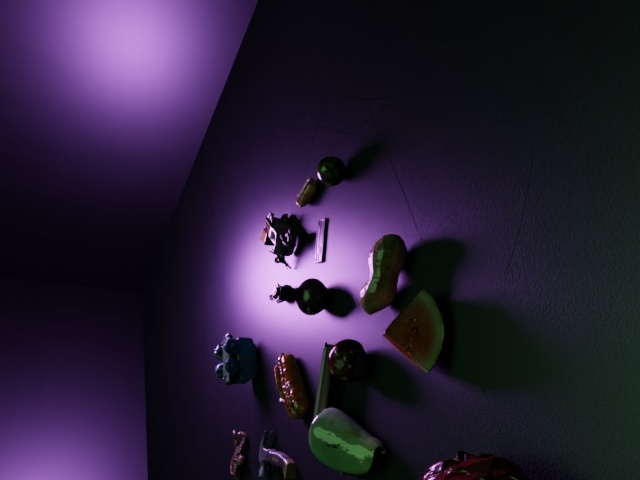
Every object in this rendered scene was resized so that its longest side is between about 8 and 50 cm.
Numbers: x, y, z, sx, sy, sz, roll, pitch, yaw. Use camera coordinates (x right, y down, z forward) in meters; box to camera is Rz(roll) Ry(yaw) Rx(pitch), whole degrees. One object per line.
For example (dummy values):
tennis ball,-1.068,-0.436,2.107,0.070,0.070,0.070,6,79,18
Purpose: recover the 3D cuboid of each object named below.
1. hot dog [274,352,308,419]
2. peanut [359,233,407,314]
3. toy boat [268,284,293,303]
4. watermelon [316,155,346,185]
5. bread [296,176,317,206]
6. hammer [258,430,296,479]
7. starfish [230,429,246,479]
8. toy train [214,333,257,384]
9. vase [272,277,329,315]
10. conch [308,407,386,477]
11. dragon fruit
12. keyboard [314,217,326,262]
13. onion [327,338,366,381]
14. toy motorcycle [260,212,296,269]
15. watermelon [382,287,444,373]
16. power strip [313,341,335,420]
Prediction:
hot dog,-0.106,0.480,1.783,0.104,0.076,0.250,-60,36,32
peanut,0.164,0.093,1.416,0.103,0.098,0.230,-14,-60,-76
toy boat,-0.136,0.192,1.954,0.141,0.055,0.060,-28,79,54
watermelon,0.037,-0.231,1.752,0.109,0.108,0.109,-29,56,54
bread,-0.049,-0.169,1.933,0.106,0.053,0.072,-58,12,28
hammer,-0.148,0.738,1.800,0.226,0.041,0.159,-11,72,60
starfish,-0.316,0.845,2.074,0.150,0.053,0.210,138,131,-65
toy train,-0.328,0.468,2.101,0.107,0.154,0.198,-39,49,45
vase,-0.066,0.174,1.703,0.120,0.182,0.120,-32,52,54
conch,0.066,0.553,1.431,0.250,0.137,0.144,26,77,41
dragon fruit,0.284,0.492,0.911,0.298,0.244,0.245,20,98,58
keyboard,0.000,0.000,1.824,0.053,0.010,0.155,-12,70,58
onion,0.071,0.332,1.478,0.118,0.118,0.117,-41,24,48
toy motorcycle,-0.152,-0.009,2.026,0.263,0.090,0.157,-130,48,-57
watermelon,0.219,0.221,1.284,0.145,0.136,0.193,74,-162,-73
power strip,0.012,0.438,1.586,0.092,0.034,0.268,44,-126,-80
